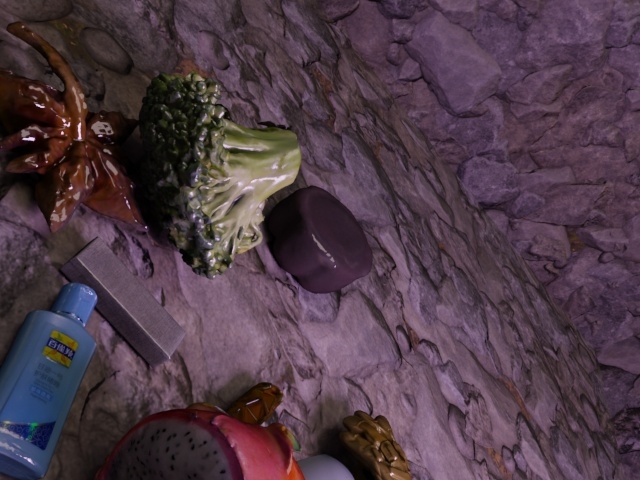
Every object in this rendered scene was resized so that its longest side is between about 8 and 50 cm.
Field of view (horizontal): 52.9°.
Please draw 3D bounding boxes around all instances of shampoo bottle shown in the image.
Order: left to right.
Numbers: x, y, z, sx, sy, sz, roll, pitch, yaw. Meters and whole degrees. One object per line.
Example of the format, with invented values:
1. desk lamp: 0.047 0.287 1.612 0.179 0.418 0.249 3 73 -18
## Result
1. shampoo bottle: -0.348 0.161 0.812 0.104 0.061 0.258 42 34 -29

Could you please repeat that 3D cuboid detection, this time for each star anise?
1. star anise: -0.384 -0.161 0.994 0.292 0.109 0.350 36 36 -54

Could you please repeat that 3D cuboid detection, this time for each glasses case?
1. glasses case: -0.294 0.095 0.967 0.205 0.047 0.071 51 27 -14

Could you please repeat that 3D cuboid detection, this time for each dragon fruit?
1. dragon fruit: -0.125 0.338 0.778 0.189 0.290 0.291 21 47 -54

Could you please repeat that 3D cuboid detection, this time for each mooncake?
1. mooncake: 0.000 0.000 1.405 0.245 0.133 0.245 36 37 -34

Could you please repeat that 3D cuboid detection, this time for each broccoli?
1. broccoli: -0.191 -0.111 1.084 0.272 0.324 0.334 18 22 -23

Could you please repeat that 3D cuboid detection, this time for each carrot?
1. carrot: -0.132 0.295 1.022 0.069 0.069 0.228 58 29 -2

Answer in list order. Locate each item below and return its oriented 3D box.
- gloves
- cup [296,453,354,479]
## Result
1. gloves: 0.092 0.445 1.128 0.331 0.141 0.154 -69 144 -46
2. cup: -0.007 0.476 0.901 0.205 0.205 0.312 11 54 -52
